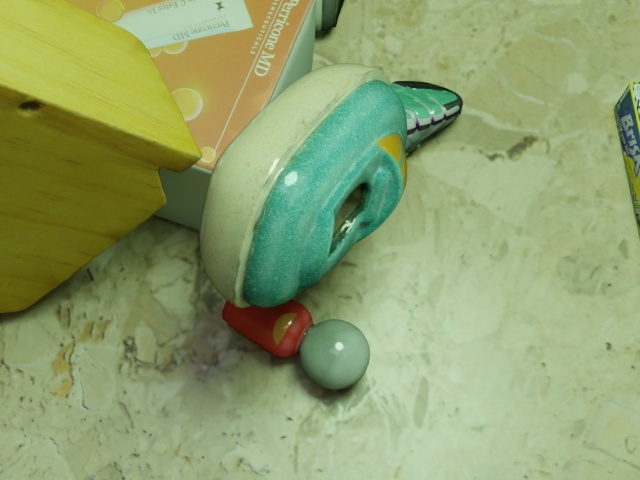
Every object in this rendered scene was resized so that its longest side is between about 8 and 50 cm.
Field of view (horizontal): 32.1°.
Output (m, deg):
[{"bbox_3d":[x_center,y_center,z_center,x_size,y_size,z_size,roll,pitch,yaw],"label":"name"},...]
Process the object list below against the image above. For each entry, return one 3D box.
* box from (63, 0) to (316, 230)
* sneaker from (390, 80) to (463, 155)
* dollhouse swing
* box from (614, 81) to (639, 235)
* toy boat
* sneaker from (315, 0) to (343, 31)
[{"bbox_3d":[-0.201,-0.170,1.106,0.345,0.168,0.215,19,69,5],"label":"box"},{"bbox_3d":[0.050,-0.098,1.152,0.223,0.098,0.083,-19,39,-30],"label":"sneaker"},{"bbox_3d":[-0.345,-0.143,0.973,0.347,0.315,0.305,-34,57,30],"label":"dollhouse swing"},{"bbox_3d":[0.352,-0.079,1.153,0.054,0.059,0.169,-3,69,-5],"label":"box"},{"bbox_3d":[0.000,0.000,0.987,0.148,0.318,0.267,27,45,14],"label":"toy boat"},{"bbox_3d":[0.063,-0.317,1.220,0.118,0.083,0.222,17,70,1],"label":"sneaker"}]
